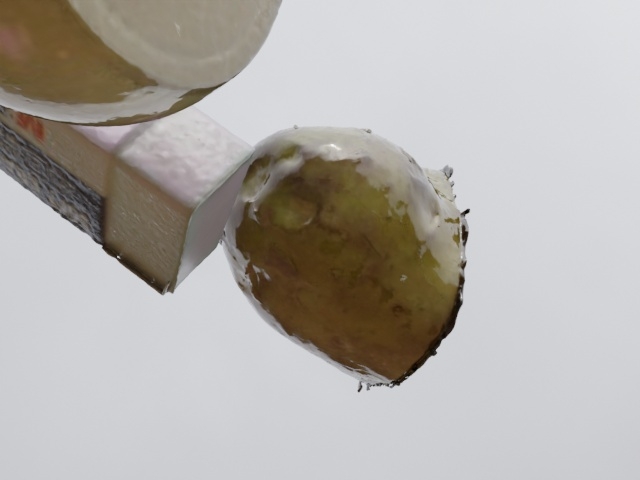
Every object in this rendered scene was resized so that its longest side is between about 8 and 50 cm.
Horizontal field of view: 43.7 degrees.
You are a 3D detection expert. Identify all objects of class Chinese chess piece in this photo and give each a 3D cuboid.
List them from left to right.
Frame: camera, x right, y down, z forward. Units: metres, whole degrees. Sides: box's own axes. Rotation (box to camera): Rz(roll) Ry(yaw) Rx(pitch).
[{"bbox_3d":[-0.106,-0.180,0.382,0.097,0.250,0.250,3,-48,27],"label":"Chinese chess piece"}]

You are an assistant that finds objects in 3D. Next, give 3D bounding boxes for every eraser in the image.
[{"bbox_3d":[-0.193,-0.092,0.600,0.287,0.086,0.130,36,-38,7],"label":"eraser"}]

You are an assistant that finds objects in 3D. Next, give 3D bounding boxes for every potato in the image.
[{"bbox_3d":[0.000,0.000,0.881,0.237,0.300,0.288,21,-59,-15],"label":"potato"}]
